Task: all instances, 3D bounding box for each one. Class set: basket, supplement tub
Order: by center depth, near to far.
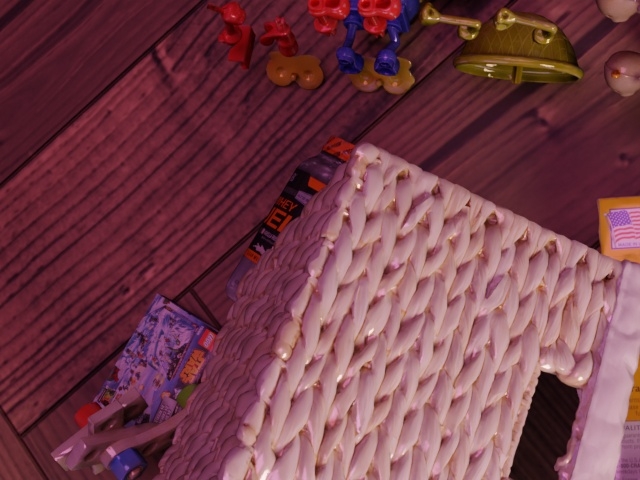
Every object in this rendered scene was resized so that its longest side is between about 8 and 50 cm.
[{"bbox_3d":[0.043,0.153,1.009,0.266,0.331,0.328,27,62,-9],"label":"basket"},{"bbox_3d":[0.000,0.000,1.248,0.117,0.117,0.190,30,88,21],"label":"supplement tub"}]

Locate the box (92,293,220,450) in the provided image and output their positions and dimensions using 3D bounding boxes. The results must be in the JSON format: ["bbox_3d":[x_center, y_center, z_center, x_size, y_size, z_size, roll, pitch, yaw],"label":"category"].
[{"bbox_3d":[-0.165,0.137,1.319,0.094,0.027,0.137,30,89,23],"label":"box"}]

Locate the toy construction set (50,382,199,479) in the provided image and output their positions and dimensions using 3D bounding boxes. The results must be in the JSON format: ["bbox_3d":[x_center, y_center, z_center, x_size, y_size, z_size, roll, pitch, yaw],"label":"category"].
[{"bbox_3d":[-0.092,0.256,1.214,0.215,0.151,0.327,-45,80,4],"label":"toy construction set"}]

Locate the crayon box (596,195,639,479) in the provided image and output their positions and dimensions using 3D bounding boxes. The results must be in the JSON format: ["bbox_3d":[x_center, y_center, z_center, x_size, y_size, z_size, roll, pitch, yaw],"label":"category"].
[{"bbox_3d":[0.350,0.120,1.089,0.203,0.083,0.322,-4,77,17],"label":"crayon box"}]

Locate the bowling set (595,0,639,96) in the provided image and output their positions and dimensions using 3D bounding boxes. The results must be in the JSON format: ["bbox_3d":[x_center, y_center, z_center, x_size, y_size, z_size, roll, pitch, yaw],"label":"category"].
[{"bbox_3d":[0.325,-0.167,1.154,0.154,0.287,0.199,26,120,28],"label":"bowling set"}]

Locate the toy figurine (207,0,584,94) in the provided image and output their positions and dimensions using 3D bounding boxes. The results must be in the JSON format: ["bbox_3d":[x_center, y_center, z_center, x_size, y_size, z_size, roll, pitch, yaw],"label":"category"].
[{"bbox_3d":[0.084,-0.280,1.253,0.363,0.191,0.217,5,75,18],"label":"toy figurine"}]
